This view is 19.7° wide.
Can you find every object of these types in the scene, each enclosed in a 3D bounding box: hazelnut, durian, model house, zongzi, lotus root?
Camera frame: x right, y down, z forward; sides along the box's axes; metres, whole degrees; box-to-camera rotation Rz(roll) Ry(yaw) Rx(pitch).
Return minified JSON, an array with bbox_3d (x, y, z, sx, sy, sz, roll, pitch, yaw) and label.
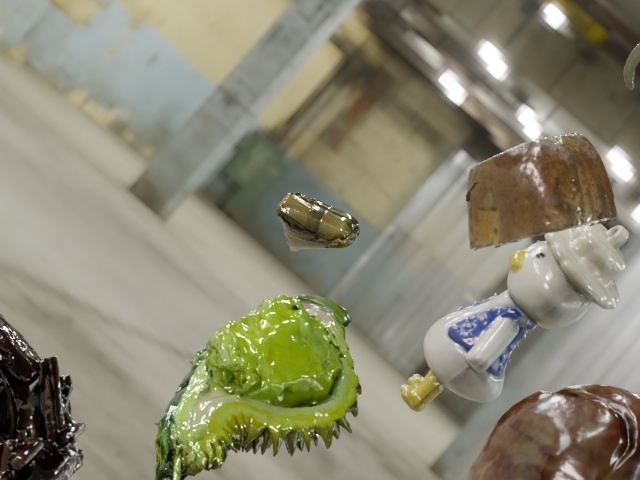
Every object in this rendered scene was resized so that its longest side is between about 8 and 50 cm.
[{"bbox_3d":[0.251,0.253,1.780,0.218,0.234,0.218,28,-10,5],"label":"hazelnut"},{"bbox_3d":[-0.040,0.118,1.528,0.132,0.106,0.375,61,29,-7],"label":"durian"},{"bbox_3d":[-0.280,0.139,1.619,0.141,0.164,0.203,2,4,-4],"label":"model house"},{"bbox_3d":[0.000,0.000,1.657,0.076,0.040,0.083,25,-34,22],"label":"zongzi"},{"bbox_3d":[0.175,-0.036,1.521,0.122,0.112,0.081,-14,84,-51],"label":"lotus root"}]

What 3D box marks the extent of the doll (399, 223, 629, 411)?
[{"bbox_3d":[0.202,0.076,1.917,0.119,0.293,0.138,49,21,-5],"label":"doll"}]

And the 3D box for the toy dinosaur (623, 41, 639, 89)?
[{"bbox_3d":[0.458,-0.289,2.202,0.075,0.247,0.188,43,34,-6],"label":"toy dinosaur"}]
